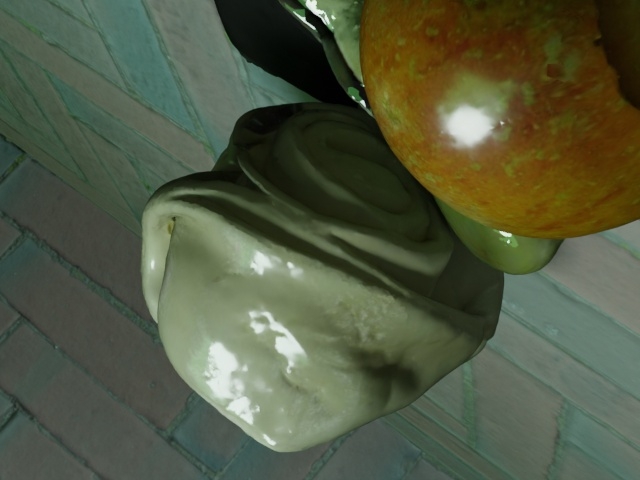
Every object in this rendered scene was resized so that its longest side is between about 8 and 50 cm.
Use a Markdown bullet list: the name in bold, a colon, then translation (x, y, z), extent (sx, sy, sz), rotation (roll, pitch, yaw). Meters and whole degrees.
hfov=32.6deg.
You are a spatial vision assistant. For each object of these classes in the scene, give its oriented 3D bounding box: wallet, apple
- **wallet**: translation (-0.046, -0.252, 1.023), extent (0.197, 0.051, 0.377), rotation (35, 165, 18)
- **apple**: translation (0.141, -0.119, 0.592), extent (0.237, 0.237, 0.207), rotation (45, 136, -16)

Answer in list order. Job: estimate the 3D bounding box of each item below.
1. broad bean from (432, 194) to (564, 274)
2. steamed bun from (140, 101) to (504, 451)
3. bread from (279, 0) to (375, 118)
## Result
- **broad bean**: translation (0.130, -0.099, 0.941), extent (0.263, 0.121, 0.189), rotation (58, 169, -4)
- **steamed bun**: translation (0.000, 0.000, 1.071), extent (0.342, 0.367, 0.255), rotation (32, 135, 26)
- **bread**: translation (0.046, -0.160, 0.756), extent (0.207, 0.056, 0.287), rotation (13, -138, -50)
